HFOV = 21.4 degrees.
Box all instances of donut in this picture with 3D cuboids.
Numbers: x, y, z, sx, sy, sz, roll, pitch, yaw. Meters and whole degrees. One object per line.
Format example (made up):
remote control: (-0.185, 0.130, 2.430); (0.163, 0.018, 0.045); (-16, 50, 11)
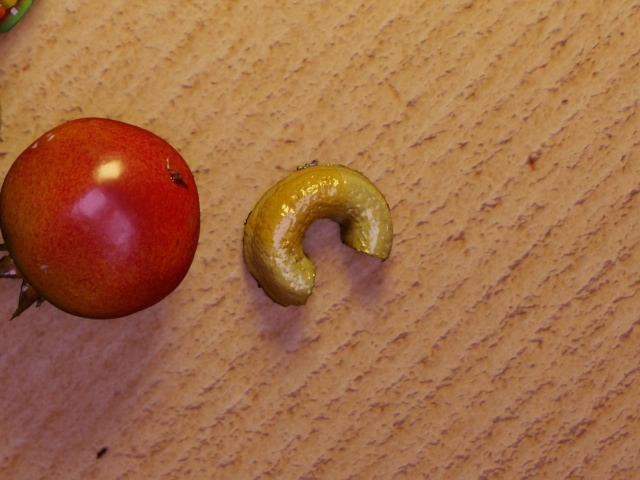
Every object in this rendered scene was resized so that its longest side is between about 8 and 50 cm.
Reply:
donut: (-0.003, -0.011, 1.925); (0.181, 0.078, 0.146); (-25, 103, -5)

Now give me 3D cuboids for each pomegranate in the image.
pomegranate: (-0.253, -0.015, 1.829); (0.257, 0.221, 0.221); (-30, 100, 8)

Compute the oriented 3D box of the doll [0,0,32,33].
doll: (-0.441, -0.371, 1.773); (0.363, 0.160, 0.182); (39, 76, -12)
